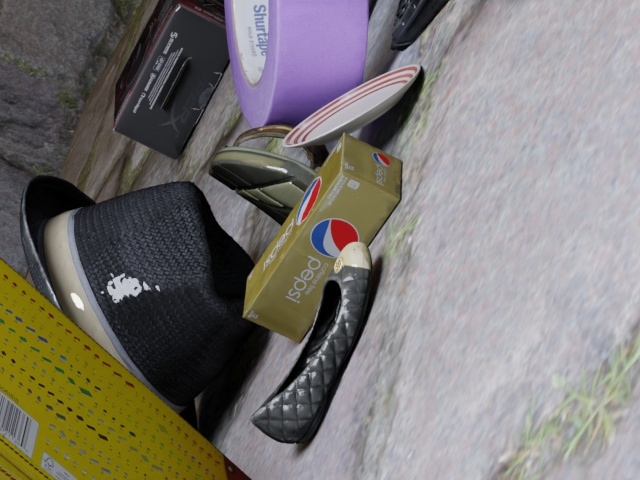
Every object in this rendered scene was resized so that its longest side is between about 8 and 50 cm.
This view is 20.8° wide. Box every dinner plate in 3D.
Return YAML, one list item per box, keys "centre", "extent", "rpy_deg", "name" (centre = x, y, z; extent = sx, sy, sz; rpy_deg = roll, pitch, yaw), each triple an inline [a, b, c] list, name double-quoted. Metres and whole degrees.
- centre: [0.030, -0.115, 1.550]
  extent: [0.141, 0.017, 0.141]
  rpy_deg: [-28, 14, 8]
  name: "dinner plate"

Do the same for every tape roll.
- centre: [-0.029, -0.246, 1.712]
  extent: [0.275, 0.090, 0.274]
  rpy_deg: [176, 90, -78]
  name: "tape roll"

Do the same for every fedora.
- centre: [-0.149, 0.042, 1.668]
  extent: [0.152, 0.334, 0.334]
  rpy_deg: [-31, 21, 8]
  name: "fedora"

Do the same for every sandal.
- centre: [-0.041, -0.071, 1.661]
  extent: [0.086, 0.120, 0.303]
  rpy_deg: [-51, 13, -3]
  name: "sandal"

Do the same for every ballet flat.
- centre: [-0.002, 0.078, 1.379]
  extent: [0.173, 0.049, 0.057]
  rpy_deg: [-68, 15, -12]
  name: "ballet flat"

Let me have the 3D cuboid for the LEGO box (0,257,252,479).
- centre: [-0.343, 0.193, 1.311]
  extent: [0.372, 0.500, 0.193]
  rpy_deg: [-34, 27, 22]
  name: "LEGO box"

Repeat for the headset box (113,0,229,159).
- centre: [-0.219, -0.267, 2.637]
  extent: [0.218, 0.110, 0.293]
  rpy_deg: [-61, 14, 15]
  name: "headset box"

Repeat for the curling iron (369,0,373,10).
- centre: [0.065, -0.315, 1.848]
  extent: [0.068, 0.035, 0.274]
  rpy_deg: [88, -164, -70]
  name: "curling iron"

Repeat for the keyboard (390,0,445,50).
- centre: [0.133, -0.339, 1.642]
  extent: [0.201, 0.033, 0.317]
  rpy_deg: [-47, 23, 50]
  name: "keyboard"

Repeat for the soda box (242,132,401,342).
- centre: [0.000, 0.000, 1.488]
  extent: [0.181, 0.058, 0.061]
  rpy_deg: [-56, 17, 33]
  name: "soda box"
